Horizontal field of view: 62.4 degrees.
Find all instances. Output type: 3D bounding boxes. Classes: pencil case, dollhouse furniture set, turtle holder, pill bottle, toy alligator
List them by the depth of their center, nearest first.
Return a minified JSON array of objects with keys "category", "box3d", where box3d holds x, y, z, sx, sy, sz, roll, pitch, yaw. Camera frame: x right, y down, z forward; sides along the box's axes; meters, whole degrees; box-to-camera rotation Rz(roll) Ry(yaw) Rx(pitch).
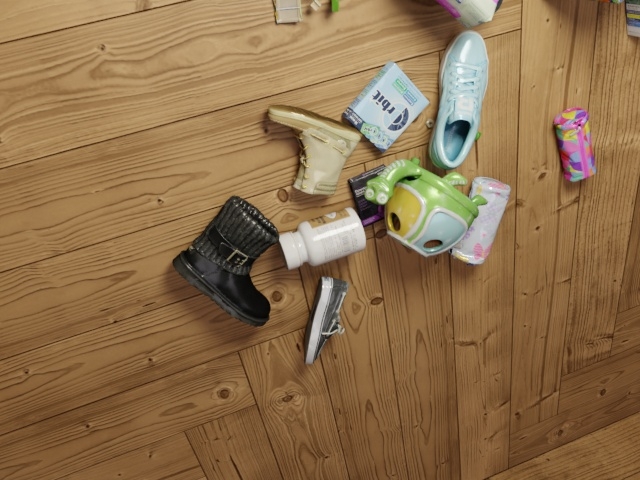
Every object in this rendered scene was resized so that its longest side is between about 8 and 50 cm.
[{"category":"dollhouse furniture set","box3d":[-0.033,-0.556,1.228,0.152,0.058,0.076,-3,128,3]},{"category":"turtle holder","box3d":[0.286,-0.088,1.452,0.227,0.243,0.320,-58,152,3]},{"category":"pill bottle","box3d":[0.000,0.000,1.487,0.229,0.131,0.131,-18,123,-10]},{"category":"toy alligator","box3d":[0.390,-0.311,1.505,0.190,0.051,0.056,6,115,-23]},{"category":"pencil case","box3d":[0.789,-0.294,1.637,0.104,0.104,0.236,-32,125,-1]},{"category":"pencil case","box3d":[0.493,-0.061,1.649,0.124,0.113,0.273,12,115,-4]}]

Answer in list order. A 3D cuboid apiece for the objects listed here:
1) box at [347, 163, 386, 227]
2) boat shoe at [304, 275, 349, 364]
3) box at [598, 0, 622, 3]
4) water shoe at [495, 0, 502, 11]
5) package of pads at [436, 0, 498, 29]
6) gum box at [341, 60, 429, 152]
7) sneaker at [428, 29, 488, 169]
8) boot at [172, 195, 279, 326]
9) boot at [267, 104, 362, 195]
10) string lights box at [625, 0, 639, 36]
[{"category":"box","box3d":[0.154,-0.128,1.534,0.116,0.029,0.162,-24,123,-6]},{"category":"boat shoe","box3d":[0.019,0.256,1.651,0.105,0.113,0.306,11,105,-10]},{"category":"box","box3d":[0.615,-0.735,1.215,0.177,0.279,0.290,-39,123,4]},{"category":"water shoe","box3d":[0.429,-0.652,1.321,0.073,0.080,0.203,37,76,-36]},{"category":"package of pads","box3d":[0.323,-0.662,1.161,0.229,0.101,0.296,27,81,-28]},{"category":"gum box","box3d":[0.175,-0.352,1.409,0.157,0.041,0.184,36,100,-33]},{"category":"sneaker","box3d":[0.377,-0.360,1.385,0.135,0.150,0.365,3,108,-4]},{"category":"boot","box3d":[-0.197,0.067,1.452,0.260,0.131,0.348,-43,123,6]},{"category":"boot","box3d":[-0.041,-0.228,1.370,0.262,0.095,0.203,12,114,-30]},{"category":"string lights box","box3d":[0.905,-0.688,1.436,0.077,0.133,0.259,-30,123,-2]}]
